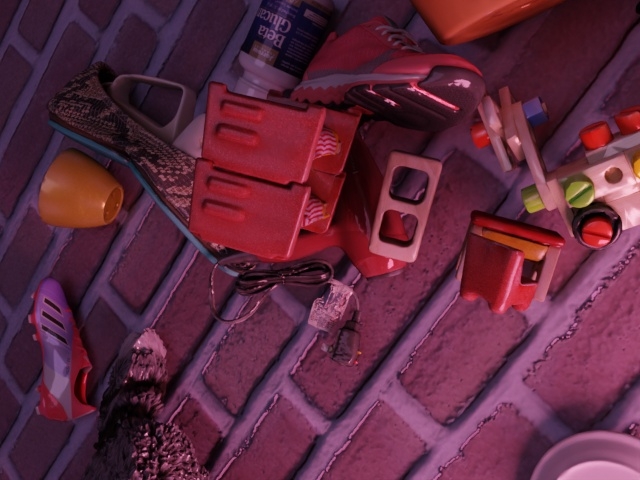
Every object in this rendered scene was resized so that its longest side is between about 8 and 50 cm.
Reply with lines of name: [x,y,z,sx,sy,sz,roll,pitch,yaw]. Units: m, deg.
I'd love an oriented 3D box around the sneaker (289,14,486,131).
sneaker: [0.072,-0.213,0.839,0.314,0.116,0.136,13,83,55]

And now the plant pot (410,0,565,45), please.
plant pot: [0.185,-0.340,0.738,0.291,0.291,0.203,-19,95,29]

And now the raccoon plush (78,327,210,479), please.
raccoon plush: [-0.169,0.353,1.004,0.216,0.299,0.446,-32,39,42]

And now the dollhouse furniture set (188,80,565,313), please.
dollhouse furniture set: [0.076,-0.047,0.733,0.374,0.201,0.152,15,102,8]

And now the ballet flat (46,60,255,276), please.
ballet flat: [-0.233,-0.145,1.050,0.483,0.164,0.182,37,90,30]

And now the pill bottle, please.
pill bottle: [-0.056,-0.268,0.970,0.094,0.094,0.169,33,104,29]

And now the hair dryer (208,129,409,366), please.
hair dryer: [0.000,0.000,0.884,0.223,0.080,0.293,24,89,-3]

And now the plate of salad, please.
plate of salad: [0.315,0.301,0.741,0.200,0.048,0.200,-5,83,42]

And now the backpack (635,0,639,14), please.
backpack: [0.400,-0.384,0.639,0.276,0.213,0.263,-14,71,33]

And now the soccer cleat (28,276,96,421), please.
soccer cleat: [-0.438,0.183,1.203,0.095,0.083,0.248,-8,77,2]

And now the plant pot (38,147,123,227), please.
plant pot: [-0.383,-0.074,1.155,0.095,0.134,0.134,19,98,5]

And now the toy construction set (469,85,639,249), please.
toy construction set: [0.303,-0.121,0.705,0.327,0.151,0.215,-18,107,40]
